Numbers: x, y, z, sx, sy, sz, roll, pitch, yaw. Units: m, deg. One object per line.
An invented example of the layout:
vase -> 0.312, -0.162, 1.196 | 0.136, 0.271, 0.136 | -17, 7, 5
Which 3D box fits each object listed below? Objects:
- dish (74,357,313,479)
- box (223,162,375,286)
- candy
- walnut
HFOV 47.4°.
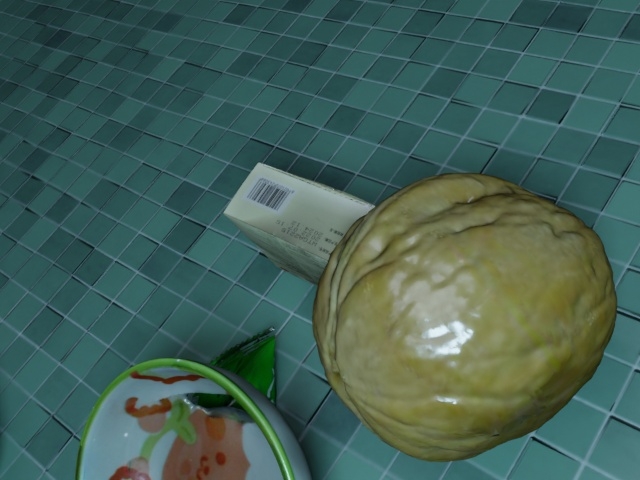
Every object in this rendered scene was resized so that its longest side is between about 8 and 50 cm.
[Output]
dish -> -0.123, 0.287, 0.821 | 0.324, 0.124, 0.325 | -1, 88, 32
box -> 0.000, 0.000, 0.993 | 0.212, 0.168, 0.095 | 24, 72, 37
candy -> -0.112, 0.218, 0.942 | 0.141, 0.078, 0.203 | -21, 44, 12
walnut -> 0.154, 0.075, 0.788 | 0.332, 0.333, 0.333 | -13, 50, 16
